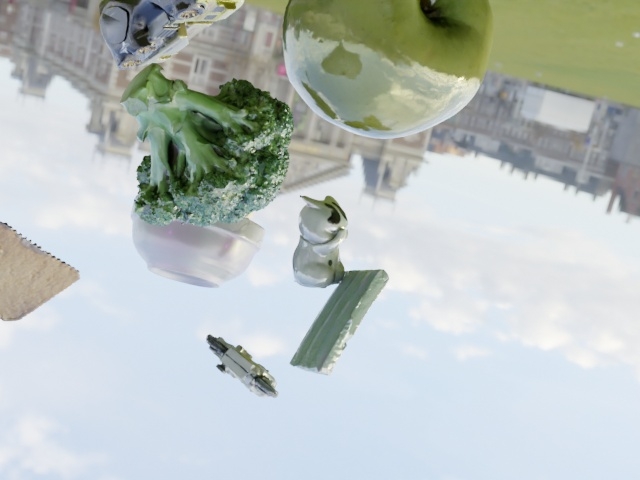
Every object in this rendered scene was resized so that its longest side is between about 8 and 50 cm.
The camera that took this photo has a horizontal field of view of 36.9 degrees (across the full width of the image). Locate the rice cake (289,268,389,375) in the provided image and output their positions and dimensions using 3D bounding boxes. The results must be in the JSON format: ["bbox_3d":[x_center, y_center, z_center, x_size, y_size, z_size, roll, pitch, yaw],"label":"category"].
[{"bbox_3d":[0.036,0.152,1.831,0.043,0.237,0.127,40,160,-26],"label":"rice cake"}]

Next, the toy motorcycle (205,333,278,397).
[{"bbox_3d":[-0.175,0.299,2.231,0.229,0.074,0.151,35,173,21],"label":"toy motorcycle"}]

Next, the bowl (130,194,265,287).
[{"bbox_3d":[-0.270,0.012,2.019,0.287,0.143,0.287,13,168,3],"label":"bowl"}]

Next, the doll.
[{"bbox_3d":[0.001,0.007,1.860,0.107,0.180,0.110,18,-166,28],"label":"doll"}]

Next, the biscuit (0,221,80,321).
[{"bbox_3d":[-0.654,0.071,1.987,0.232,0.237,0.013,40,-151,-37],"label":"biscuit"}]

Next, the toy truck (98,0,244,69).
[{"bbox_3d":[-0.349,-0.556,2.285,0.254,0.180,0.405,-14,173,-43],"label":"toy truck"}]

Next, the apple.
[{"bbox_3d":[0.102,-0.338,1.615,0.357,0.357,0.357,13,-169,-3],"label":"apple"}]

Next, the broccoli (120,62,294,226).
[{"bbox_3d":[-0.175,-0.135,1.381,0.270,0.270,0.270,43,174,-32],"label":"broccoli"}]
